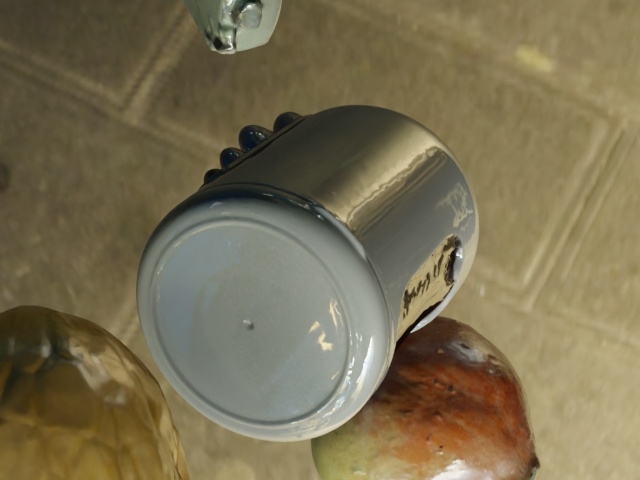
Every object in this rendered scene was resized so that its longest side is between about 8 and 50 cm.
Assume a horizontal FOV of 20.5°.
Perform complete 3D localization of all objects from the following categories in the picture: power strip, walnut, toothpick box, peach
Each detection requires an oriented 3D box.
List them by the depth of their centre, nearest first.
[{"bbox_3d":[-0.136,0.133,0.849,0.159,0.159,0.207,-11,75,-1],"label":"walnut"},{"bbox_3d":[-0.098,-0.242,1.249,0.048,0.080,0.286,-10,47,-26],"label":"power strip"},{"bbox_3d":[0.000,0.000,1.454,0.229,0.229,0.316,26,30,13],"label":"toothpick box"},{"bbox_3d":[0.111,0.187,1.719,0.232,0.232,0.233,-1,67,3],"label":"peach"}]
